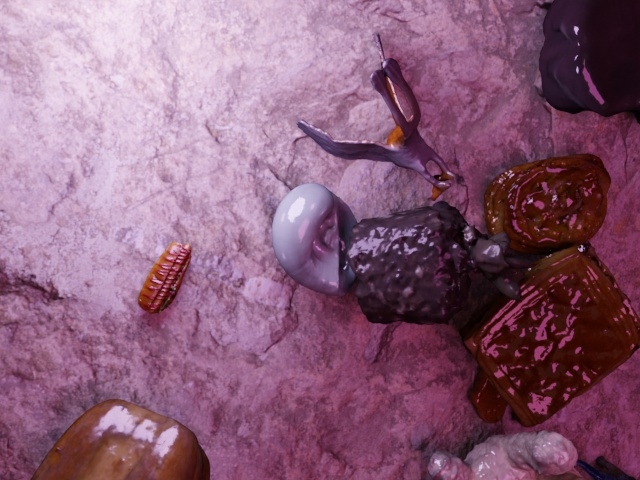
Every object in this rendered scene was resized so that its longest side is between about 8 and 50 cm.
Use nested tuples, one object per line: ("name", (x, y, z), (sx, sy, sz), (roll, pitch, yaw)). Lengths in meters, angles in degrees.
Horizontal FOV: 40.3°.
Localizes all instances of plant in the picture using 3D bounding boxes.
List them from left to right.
("plant", (0.221, 0.038, 1.573), (0.312, 0.215, 0.213), (-11, 96, 22))

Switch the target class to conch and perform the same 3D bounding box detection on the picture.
("conch", (-0.004, -0.002, 1.594), (0.185, 0.121, 0.221), (-33, 117, -25))

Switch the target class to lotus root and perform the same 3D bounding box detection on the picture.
("lotus root", (-0.335, 0.424, 1.528), (0.316, 0.316, 0.250), (38, 70, -22))

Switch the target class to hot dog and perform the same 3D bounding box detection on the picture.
("hot dog", (-0.275, 0.066, 1.561), (0.062, 0.038, 0.144), (30, 91, -22))
("hot dog", (0.468, -0.076, 1.738), (0.272, 0.122, 0.196), (-8, 107, -15))

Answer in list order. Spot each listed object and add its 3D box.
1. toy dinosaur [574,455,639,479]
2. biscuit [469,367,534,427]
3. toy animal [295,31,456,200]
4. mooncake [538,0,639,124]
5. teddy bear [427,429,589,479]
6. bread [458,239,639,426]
("toy dinosaur", (0.674, 0.552, 1.938), (0.363, 0.147, 0.076), (30, 89, -15))
("biscuit", (0.426, 0.232, 1.831), (0.202, 0.047, 0.334), (7, 102, -20))
("toy animal", (0.150, -0.196, 1.516), (0.302, 0.284, 0.225), (44, 84, -20))
("mooncake", (0.606, -0.377, 1.668), (0.381, 0.212, 0.350), (17, 91, -18))
("teddy bear", (0.312, 0.562, 1.726), (0.362, 0.375, 0.327), (-38, 99, -22))
("bread", (0.439, 0.172, 1.705), (0.324, 0.167, 0.277), (-39, 106, -8))
